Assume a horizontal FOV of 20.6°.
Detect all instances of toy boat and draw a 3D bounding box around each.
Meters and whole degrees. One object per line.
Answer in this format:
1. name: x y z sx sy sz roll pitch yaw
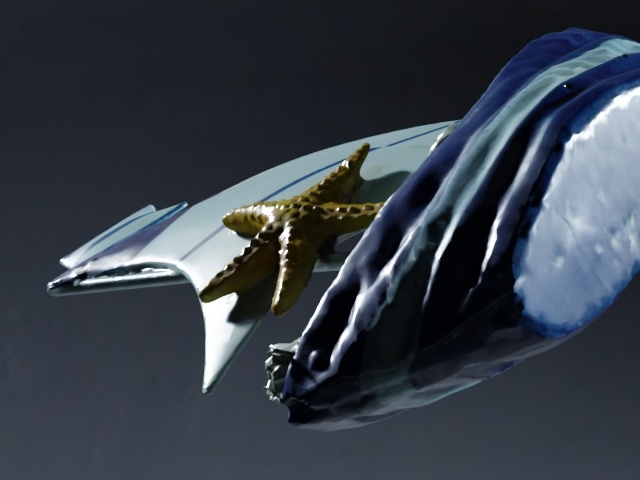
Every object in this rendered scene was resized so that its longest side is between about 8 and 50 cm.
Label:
1. toy boat: 0.000 0.000 0.661 0.291 0.067 0.220 -10 29 48
